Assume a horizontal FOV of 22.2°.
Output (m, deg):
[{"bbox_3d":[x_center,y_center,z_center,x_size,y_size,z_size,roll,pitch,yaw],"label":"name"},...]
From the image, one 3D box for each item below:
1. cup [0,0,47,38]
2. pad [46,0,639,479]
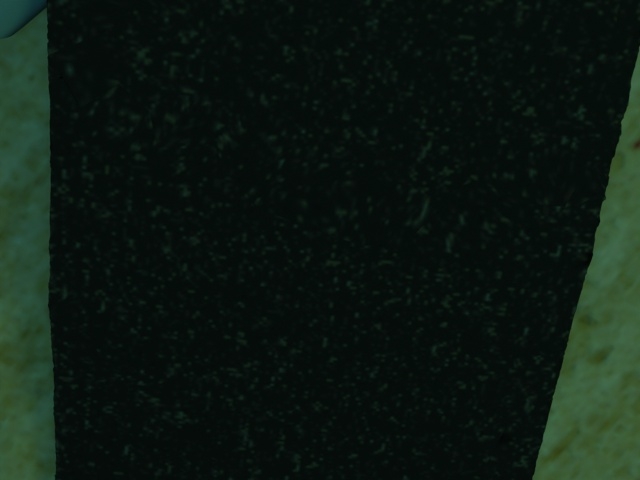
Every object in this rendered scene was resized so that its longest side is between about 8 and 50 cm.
[{"bbox_3d":[-0.106,-0.145,0.595,0.116,0.074,0.104,-39,86,23],"label":"cup"},{"bbox_3d":[0.000,0.000,0.653,0.220,0.004,0.330,4,129,-4],"label":"pad"}]
